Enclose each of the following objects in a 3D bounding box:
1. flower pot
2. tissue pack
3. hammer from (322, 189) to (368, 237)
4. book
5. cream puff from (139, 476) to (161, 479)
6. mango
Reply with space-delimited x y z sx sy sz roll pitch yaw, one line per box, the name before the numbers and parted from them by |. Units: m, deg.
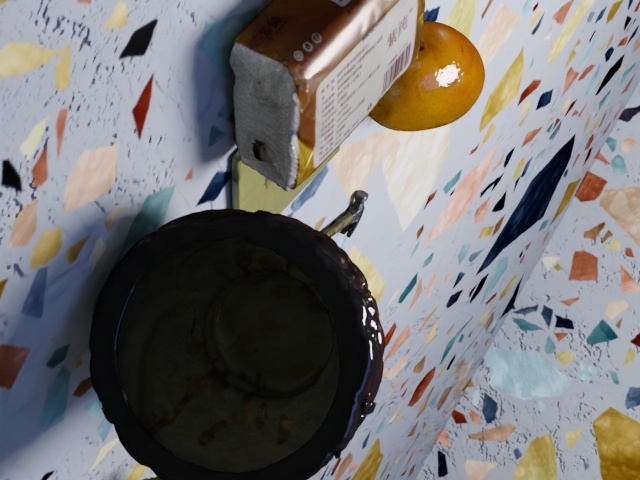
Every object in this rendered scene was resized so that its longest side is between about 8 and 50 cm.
flower pot | -0.060 0.094 1.256 0.266 0.267 0.267 -62 173 8
tissue pack | 0.011 -0.180 1.237 0.226 0.092 0.183 -46 155 -28
hammer | 0.000 0.000 1.605 0.182 0.017 0.062 -38 152 -43
book | -0.033 -0.092 1.384 0.192 0.013 0.168 -48 158 -29
cream puff | -0.191 0.368 1.412 0.282 0.185 0.282 -37 -152 24
mango | 0.127 -0.182 1.515 0.141 0.102 0.217 -55 159 6
